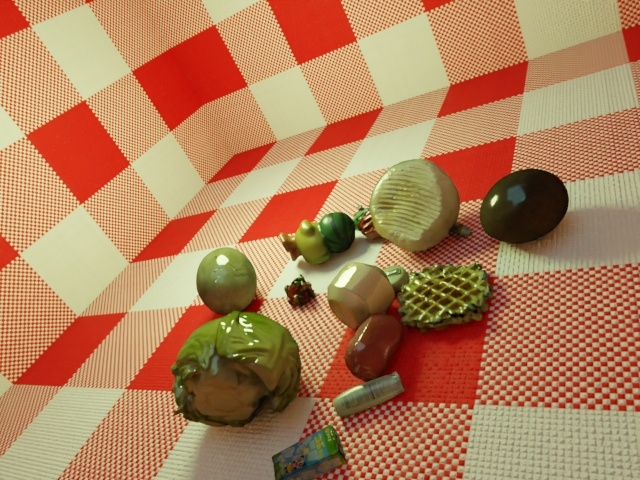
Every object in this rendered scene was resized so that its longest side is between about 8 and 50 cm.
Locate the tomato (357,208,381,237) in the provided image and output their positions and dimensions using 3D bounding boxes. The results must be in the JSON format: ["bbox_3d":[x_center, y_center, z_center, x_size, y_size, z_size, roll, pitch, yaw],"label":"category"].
[{"bbox_3d":[0.276,-0.090,2.170,0.228,0.101,0.228,-35,28,21],"label":"tomato"}]

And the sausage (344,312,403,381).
[{"bbox_3d":[0.163,0.330,1.528,0.148,0.148,0.254,-9,31,34],"label":"sausage"}]

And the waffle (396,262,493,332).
[{"bbox_3d":[0.407,0.184,1.618,0.316,0.073,0.297,-13,31,25],"label":"waffle"}]

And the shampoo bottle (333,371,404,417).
[{"bbox_3d":[0.141,0.454,1.432,0.212,0.049,0.072,-23,53,9],"label":"shampoo bottle"}]

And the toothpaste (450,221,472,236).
[{"bbox_3d":[0.523,-0.061,1.951,0.067,0.037,0.255,-39,25,-6],"label":"toothpaste"}]

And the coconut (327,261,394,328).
[{"bbox_3d":[0.144,0.184,1.704,0.241,0.241,0.241,-22,28,13],"label":"coconut"}]

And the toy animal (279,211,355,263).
[{"bbox_3d":[0.002,0.002,2.183,0.338,0.216,0.191,-21,56,8],"label":"toy animal"}]

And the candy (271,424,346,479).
[{"bbox_3d":[-0.033,0.601,1.343,0.194,0.062,0.097,-29,27,2],"label":"candy"}]

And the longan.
[{"bbox_3d":[0.694,-0.116,1.679,0.300,0.243,0.300,-15,-6,-2],"label":"longan"}]

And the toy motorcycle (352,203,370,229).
[{"bbox_3d":[0.201,-0.111,2.304,0.190,0.074,0.106,-32,35,-3],"label":"toy motorcycle"}]

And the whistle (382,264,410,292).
[{"bbox_3d":[0.222,0.159,1.838,0.257,0.067,0.126,-21,28,20],"label":"whistle"}]

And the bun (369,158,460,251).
[{"bbox_3d":[0.380,-0.135,1.938,0.364,0.219,0.366,-6,77,27],"label":"bun"}]

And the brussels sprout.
[{"bbox_3d":[-0.270,0.395,1.603,0.425,0.343,0.361,-18,31,21],"label":"brussels sprout"}]

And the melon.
[{"bbox_3d":[-0.416,0.189,2.174,0.268,0.268,0.330,-29,50,1],"label":"melon"}]

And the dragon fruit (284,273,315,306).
[{"bbox_3d":[-0.082,0.201,2.022,0.142,0.175,0.138,12,51,10],"label":"dragon fruit"}]
